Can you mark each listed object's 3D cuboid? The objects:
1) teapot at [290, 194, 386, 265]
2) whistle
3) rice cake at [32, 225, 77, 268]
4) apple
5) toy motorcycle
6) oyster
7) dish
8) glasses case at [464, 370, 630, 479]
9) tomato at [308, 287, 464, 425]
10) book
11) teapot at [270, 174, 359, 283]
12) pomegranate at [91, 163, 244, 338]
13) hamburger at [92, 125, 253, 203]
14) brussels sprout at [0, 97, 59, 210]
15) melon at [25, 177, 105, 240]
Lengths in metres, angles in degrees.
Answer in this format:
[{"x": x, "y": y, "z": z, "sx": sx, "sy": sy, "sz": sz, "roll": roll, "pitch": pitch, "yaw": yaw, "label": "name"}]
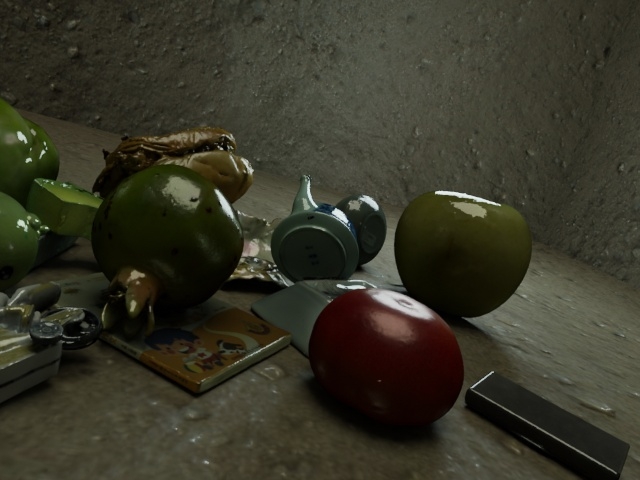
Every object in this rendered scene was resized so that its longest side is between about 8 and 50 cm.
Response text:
[{"x": 0.040, "y": -0.035, "z": 1.281, "sx": 0.251, "sy": 0.183, "sz": 0.183, "roll": 11, "pitch": 6, "yaw": 44, "label": "teapot"}, {"x": -0.451, "y": 0.027, "z": 0.549, "sx": 0.141, "sy": 0.141, "sz": 0.294, "roll": 21, "pitch": 33, "yaw": 24, "label": "whistle"}, {"x": -0.442, "y": -0.006, "z": 0.766, "sx": 0.069, "sy": 0.063, "sz": 0.206, "roll": 20, "pitch": 11, "yaw": -7, "label": "rice cake"}, {"x": 0.278, "y": 0.023, "z": 1.077, "sx": 0.233, "sy": 0.258, "sz": 0.295, "roll": 11, "pitch": 10, "yaw": -18, "label": "apple"}, {"x": -0.324, "y": 0.094, "z": 0.456, "sx": 0.151, "sy": 0.074, "sz": 0.228, "roll": 24, "pitch": 23, "yaw": 14, "label": "toy motorcycle"}, {"x": -0.151, "y": 0.024, "z": 0.944, "sx": 0.354, "sy": 0.107, "sz": 0.201, "roll": 16, "pitch": 43, "yaw": -31, "label": "oyster"}, {"x": 0.035, "y": 0.111, "z": 0.808, "sx": 0.243, "sy": 0.080, "sz": 0.182, "roll": 3, "pitch": 18, "yaw": -43, "label": "dish"}, {"x": 0.287, "y": 0.240, "z": 0.637, "sx": 0.190, "sy": 0.042, "sz": 0.072, "roll": 25, "pitch": 23, "yaw": 37, "label": "glasses case"}, {"x": 0.083, "y": 0.137, "z": 0.614, "sx": 0.195, "sy": 0.136, "sz": 0.195, "roll": 15, "pitch": 12, "yaw": -3, "label": "tomato"}, {"x": -0.212, "y": 0.104, "z": 0.673, "sx": 0.295, "sy": 0.020, "sz": 0.208, "roll": 20, "pitch": 14, "yaw": 22, "label": "book"}, {"x": 0.000, "y": 0.000, "z": 0.909, "sx": 0.159, "sy": 0.232, "sz": 0.159, "roll": -17, "pitch": 23, "yaw": 7, "label": "teapot"}, {"x": -0.195, "y": 0.011, "z": 0.639, "sx": 0.198, "sy": 0.198, "sz": 0.246, "roll": 11, "pitch": 26, "yaw": -21, "label": "pomegranate"}, {"x": -0.299, "y": -0.113, "z": 0.992, "sx": 0.318, "sy": 0.158, "sz": 0.318, "roll": -19, "pitch": -6, "yaw": -2, "label": "hamburger"}, {"x": -0.571, "y": -0.129, "z": 0.732, "sx": 0.316, "sy": 0.243, "sz": 0.274, "roll": 3, "pitch": 8, "yaw": -20, "label": "brussels sprout"}, {"x": -0.337, "y": -0.017, "z": 0.764, "sx": 0.209, "sy": 0.064, "sz": 0.118, "roll": 33, "pitch": 5, "yaw": -2, "label": "melon"}]
